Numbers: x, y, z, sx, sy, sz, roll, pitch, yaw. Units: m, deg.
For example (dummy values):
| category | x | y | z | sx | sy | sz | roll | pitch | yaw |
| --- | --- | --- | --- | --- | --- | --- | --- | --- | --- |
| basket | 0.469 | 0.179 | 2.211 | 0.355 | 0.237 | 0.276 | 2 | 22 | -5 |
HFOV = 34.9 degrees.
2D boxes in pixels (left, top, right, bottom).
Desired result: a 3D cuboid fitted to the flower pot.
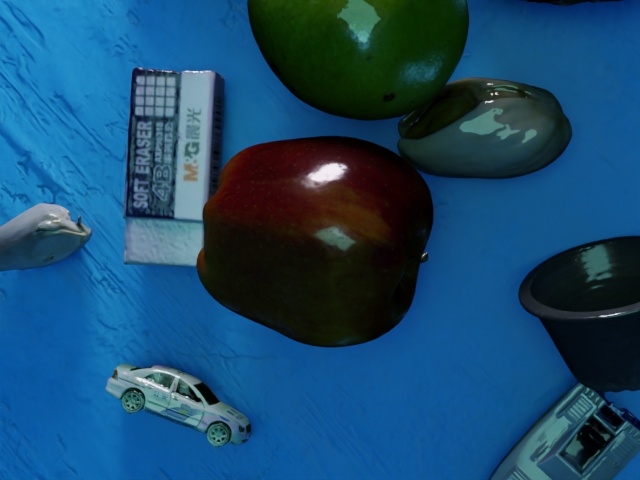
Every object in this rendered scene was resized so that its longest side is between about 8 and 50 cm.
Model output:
| category | x | y | z | sx | sy | sz | roll | pitch | yaw |
| --- | --- | --- | --- | --- | --- | --- | --- | --- | --- |
| flower pot | 0.393 | 0.107 | 1.356 | 0.235 | 0.235 | 0.148 | -14 | 110 | 10 |

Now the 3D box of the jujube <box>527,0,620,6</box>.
| category | x | y | z | sx | sy | sz | roll | pitch | yaw |
| --- | --- | --- | --- | --- | --- | --- | --- | --- | --- |
| jujube | 0.350 | -0.430 | 1.308 | 0.376 | 0.258 | 0.258 | -6 | 91 | 9 |

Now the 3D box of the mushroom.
| category | x | y | z | sx | sy | sz | roll | pitch | yaw |
| --- | --- | --- | --- | --- | --- | --- | --- | --- | --- |
| mushroom | -0.478 | 0.003 | 1.539 | 0.278 | 0.099 | 0.096 | -11 | 85 | 13 |

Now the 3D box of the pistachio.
| category | x | y | z | sx | sy | sz | roll | pitch | yaw |
| --- | --- | --- | --- | --- | --- | --- | --- | --- | --- |
| pistachio | 0.223 | -0.148 | 1.398 | 0.238 | 0.138 | 0.153 | 2 | 129 | 9 |

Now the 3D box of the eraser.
| category | x | y | z | sx | sy | sz | roll | pitch | yaw |
| --- | --- | --- | --- | --- | --- | --- | --- | --- | --- |
| eraser | -0.214 | -0.104 | 1.493 | 0.130 | 0.086 | 0.287 | 3 | 93 | 9 |

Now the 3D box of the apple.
| category | x | y | z | sx | sy | sz | roll | pitch | yaw |
| --- | --- | --- | --- | --- | --- | --- | --- | --- | --- |
| apple | 0.000 | 0.000 | 1.372 | 0.316 | 0.288 | 0.288 | 10 | 94 | 19 |

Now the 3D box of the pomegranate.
| category | x | y | z | sx | sy | sz | roll | pitch | yaw |
| --- | --- | --- | --- | --- | --- | --- | --- | --- | --- |
| pomegranate | 0.041 | -0.319 | 1.326 | 0.310 | 0.216 | 0.358 | 44 | 137 | 19 |

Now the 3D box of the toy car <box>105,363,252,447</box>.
| category | x | y | z | sx | sy | sz | roll | pitch | yaw |
| --- | --- | --- | --- | --- | --- | --- | --- | --- | --- |
| toy car | -0.203 | 0.237 | 1.504 | 0.224 | 0.090 | 0.076 | 19 | 89 | 8 |

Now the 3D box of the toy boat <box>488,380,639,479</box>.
| category | x | y | z | sx | sy | sz | roll | pitch | yaw |
| --- | --- | --- | --- | --- | --- | --- | --- | --- | --- |
| toy boat | 0.316 | 0.336 | 1.422 | 0.129 | 0.088 | 0.295 | 42 | 97 | 6 |
